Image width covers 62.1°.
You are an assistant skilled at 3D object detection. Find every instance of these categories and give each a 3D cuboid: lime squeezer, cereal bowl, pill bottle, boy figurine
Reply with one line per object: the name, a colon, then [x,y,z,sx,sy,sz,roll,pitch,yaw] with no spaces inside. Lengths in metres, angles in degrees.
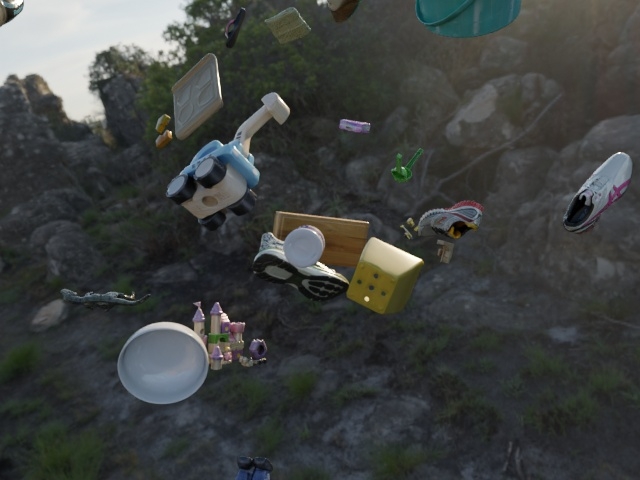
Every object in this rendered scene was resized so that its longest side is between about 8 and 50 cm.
lime squeezer: [0.280,-0.238,1.746,0.110,0.059,0.310,-50,-10,24]
cereal bowl: [-0.613,0.467,2.103,0.339,0.338,0.141,-17,19,-4]
pill bottle: [-0.043,0.012,1.556,0.112,0.112,0.186,-14,5,5]
boy figurine: [-0.206,0.715,1.375,0.177,0.092,0.285,1,46,12]

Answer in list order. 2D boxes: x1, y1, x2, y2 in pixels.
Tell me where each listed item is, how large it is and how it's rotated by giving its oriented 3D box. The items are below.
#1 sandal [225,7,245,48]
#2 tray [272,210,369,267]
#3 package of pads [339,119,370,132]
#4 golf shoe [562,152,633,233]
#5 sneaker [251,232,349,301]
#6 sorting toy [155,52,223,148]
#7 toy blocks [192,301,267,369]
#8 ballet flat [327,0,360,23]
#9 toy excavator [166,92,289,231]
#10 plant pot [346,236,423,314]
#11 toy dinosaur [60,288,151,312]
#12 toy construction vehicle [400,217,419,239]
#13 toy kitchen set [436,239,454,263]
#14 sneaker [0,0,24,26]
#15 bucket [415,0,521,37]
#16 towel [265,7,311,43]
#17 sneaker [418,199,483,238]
sandal: [-0.317,-0.771,1.930,0.040,0.179,0.067,17,-23,-3]
tray: [0.000,0.000,2.267,0.411,0.202,0.076,5,6,-23]
package of pads: [0.105,-0.347,1.615,0.083,0.031,0.050,20,19,35]
golf shoe: [0.562,-0.094,1.073,0.067,0.186,0.086,39,19,34]
sneaker: [-0.056,0.081,1.910,0.158,0.410,0.182,-37,40,33]
sorting toy: [-0.431,-0.438,1.734,0.307,0.229,0.041,-32,-33,28]
toy blocks: [-0.424,0.393,2.281,0.309,0.260,0.289,0,-3,39]
ballet flat: [0.079,-0.734,1.509,0.124,0.116,0.342,-8,-2,-27]
toy excavator: [-0.323,-0.317,1.964,0.433,0.222,0.445,-24,44,26]
plant pot: [0.203,0.139,1.842,0.212,0.212,0.187,26,20,17]
toy dinosaur: [-0.603,0.174,1.535,0.268,0.064,0.118,-1,-11,3]
toy construction vehicle: [0.426,-0.049,2.463,0.086,0.098,0.035,-38,10,-11]
toy kitchen set: [0.497,0.044,2.206,0.075,0.083,0.068,16,0,-39]
sneaker: [-0.759,-0.519,1.032,0.125,0.341,0.139,-51,14,36]
bucket: [0.350,-0.622,1.250,0.281,0.183,0.281,-8,49,9]
towel: [-0.111,-0.720,1.792,0.148,0.110,0.027,-2,55,44]
sneaker: [0.381,-0.048,1.599,0.225,0.088,0.092,-22,47,50]
